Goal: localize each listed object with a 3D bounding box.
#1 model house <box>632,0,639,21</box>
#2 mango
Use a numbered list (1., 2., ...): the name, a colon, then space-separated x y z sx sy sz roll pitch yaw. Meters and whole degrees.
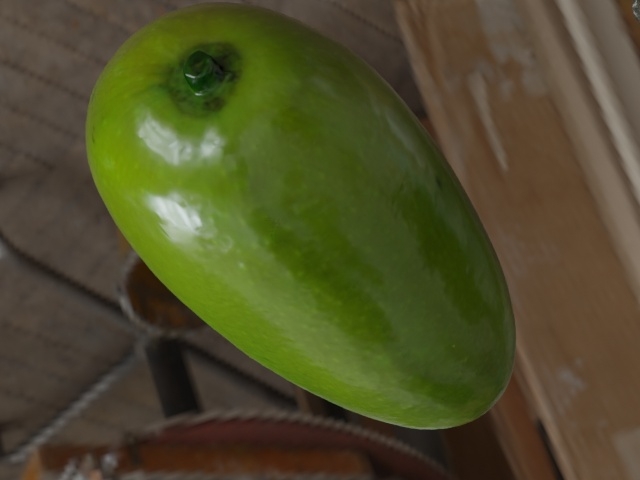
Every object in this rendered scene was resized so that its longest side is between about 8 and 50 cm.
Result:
1. model house: 0.308 -0.165 0.629 0.282 0.297 0.317 -34 155 -59
2. mango: 0.000 0.000 1.070 0.156 0.192 0.343 -54 130 -16
